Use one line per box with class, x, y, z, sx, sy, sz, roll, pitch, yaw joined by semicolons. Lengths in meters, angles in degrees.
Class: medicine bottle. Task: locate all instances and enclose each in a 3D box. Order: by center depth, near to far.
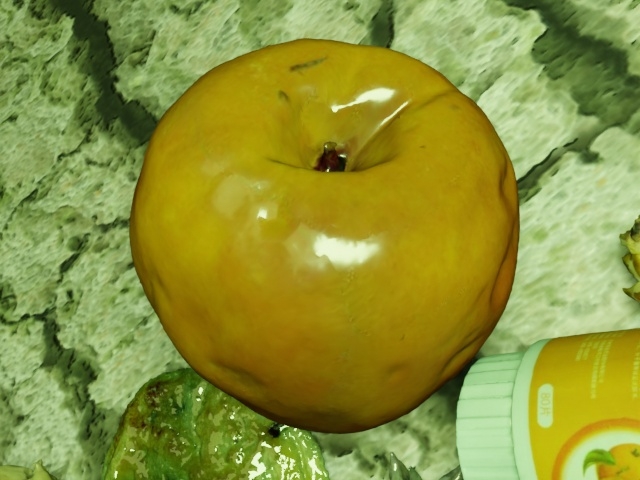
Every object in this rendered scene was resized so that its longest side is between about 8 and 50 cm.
medicine bottle;0.266;0.137;0.541;0.318;0.158;0.158;-15;68;39

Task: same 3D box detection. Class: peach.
peach;0.000;0.000;0.683;0.342;0.302;0.343;1;57;-1

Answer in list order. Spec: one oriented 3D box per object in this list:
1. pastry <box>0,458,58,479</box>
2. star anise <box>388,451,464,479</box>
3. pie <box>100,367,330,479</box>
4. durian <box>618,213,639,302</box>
pastry;-0.322;0.373;0.816;0.256;0.170;0.237;52;142;33
star anise;0.083;0.290;0.684;0.180;0.061;0.205;19;79;43
pie;-0.124;0.271;0.792;0.277;0.078;0.277;-7;74;26
durian;0.410;0.034;0.571;0.341;0.112;0.191;-13;99;38
